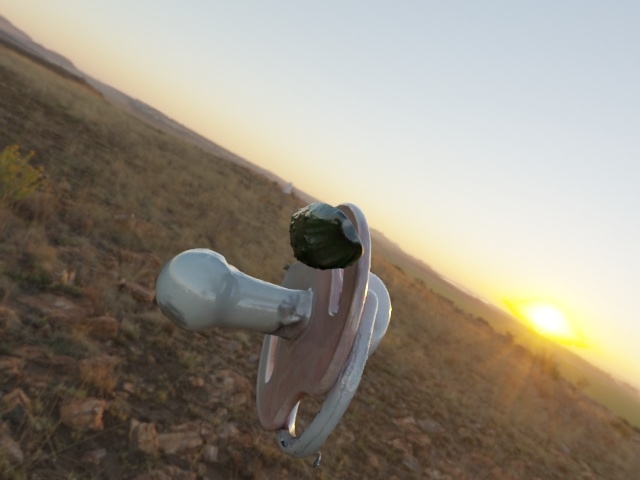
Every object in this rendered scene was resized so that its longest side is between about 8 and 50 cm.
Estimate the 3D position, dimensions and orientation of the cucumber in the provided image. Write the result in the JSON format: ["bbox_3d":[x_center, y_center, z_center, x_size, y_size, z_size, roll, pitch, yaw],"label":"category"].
[{"bbox_3d":[0.000,0.000,0.460,0.067,0.035,0.107,62,-18,-5],"label":"cucumber"}]

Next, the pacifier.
[{"bbox_3d":[-0.040,0.091,0.619,0.273,0.332,0.220,46,50,7],"label":"pacifier"}]
